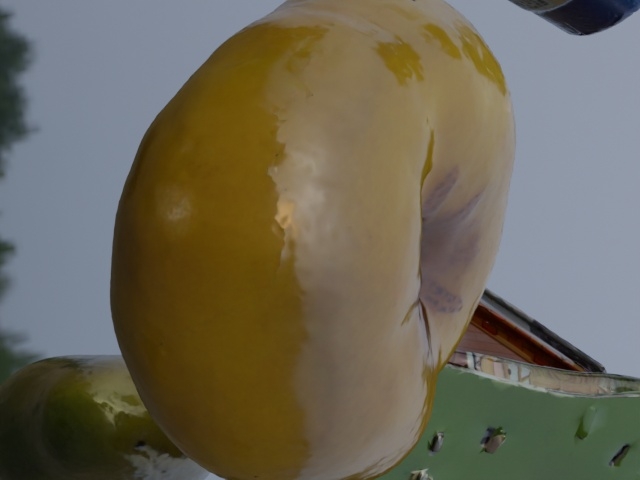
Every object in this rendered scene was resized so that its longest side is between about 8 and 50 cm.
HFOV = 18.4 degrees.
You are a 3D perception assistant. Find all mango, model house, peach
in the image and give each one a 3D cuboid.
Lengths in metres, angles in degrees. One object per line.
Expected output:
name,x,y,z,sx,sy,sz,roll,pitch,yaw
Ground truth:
mango,-0.114,0.105,1.065,0.191,0.122,0.085,-12,-115,63
model house,0.022,0.130,0.957,0.154,0.207,0.294,-111,-141,-50
peach,0.002,-0.001,0.667,0.179,0.103,0.179,-42,139,-52

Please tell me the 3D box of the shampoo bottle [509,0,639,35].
shampoo bottle,0.098,-0.178,1.119,0.087,0.183,0.050,-19,-130,56
